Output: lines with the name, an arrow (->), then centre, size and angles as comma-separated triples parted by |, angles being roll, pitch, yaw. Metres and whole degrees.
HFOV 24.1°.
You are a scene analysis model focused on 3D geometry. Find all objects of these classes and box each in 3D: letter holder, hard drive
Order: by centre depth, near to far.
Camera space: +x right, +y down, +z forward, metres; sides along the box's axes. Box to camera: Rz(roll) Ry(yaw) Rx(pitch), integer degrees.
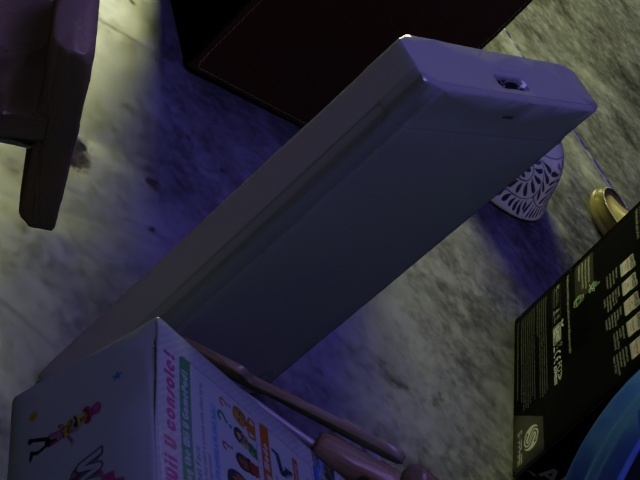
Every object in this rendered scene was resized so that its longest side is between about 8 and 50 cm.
hard drive -> 0.000, 0.000, 0.882 | 0.203, 0.307, 0.040 | -1, 55, -55
letter holder -> 0.050, -0.250, 1.279 | 0.214, 0.302, 0.152 | 25, 35, -37

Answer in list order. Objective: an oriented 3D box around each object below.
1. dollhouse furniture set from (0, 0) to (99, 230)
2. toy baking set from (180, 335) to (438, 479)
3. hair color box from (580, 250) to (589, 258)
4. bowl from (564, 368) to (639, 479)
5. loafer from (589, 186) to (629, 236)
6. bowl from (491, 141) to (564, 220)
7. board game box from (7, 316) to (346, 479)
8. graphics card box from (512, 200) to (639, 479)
dollhouse furniture set -> -0.301, -0.178, 0.753 | 0.362, 0.256, 0.394 | 8, 53, -14
toy baking set -> 0.014, 0.138, 0.884 | 0.197, 0.030, 0.256 | 18, -19, 33
hair color box -> 0.341, 0.054, 1.554 | 0.043, 0.072, 0.141 | -4, 56, -56
bowl -> 0.323, 0.229, 1.031 | 0.391, 0.391, 0.077 | 35, -8, -24
loafer -> 0.348, -0.005, 1.661 | 0.056, 0.050, 0.148 | 16, 41, -46
bowl -> 0.201, -0.110, 1.556 | 0.170, 0.080, 0.170 | 35, 31, -25
board game box -> -0.021, 0.215, 0.735 | 0.303, 0.097, 0.224 | 48, 22, -37
graphics card box -> 0.304, 0.037, 1.200 | 0.094, 0.371, 0.233 | 35, 29, -15
